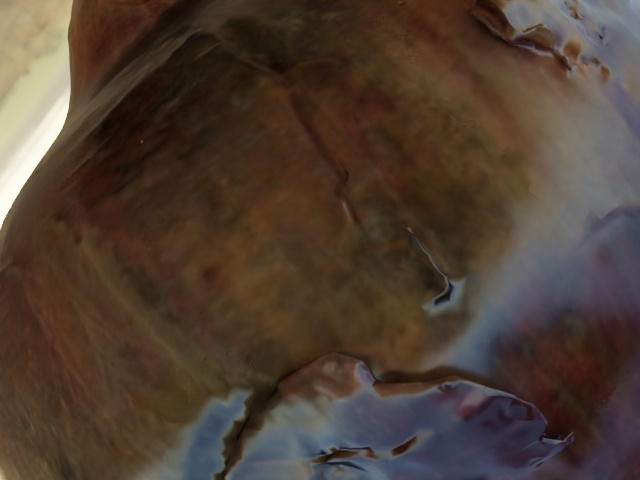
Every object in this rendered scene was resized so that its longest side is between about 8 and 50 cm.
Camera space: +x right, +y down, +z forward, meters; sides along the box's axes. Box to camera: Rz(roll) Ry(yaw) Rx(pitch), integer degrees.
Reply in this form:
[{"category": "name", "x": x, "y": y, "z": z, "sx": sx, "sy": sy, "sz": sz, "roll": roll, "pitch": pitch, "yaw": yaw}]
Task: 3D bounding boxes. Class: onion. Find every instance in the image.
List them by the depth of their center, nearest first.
[{"category": "onion", "x": 0.029, "y": 0.018, "z": 0.574, "sx": 0.353, "sy": 0.353, "sz": 0.353, "roll": -51, "pitch": -168, "yaw": 14}]
